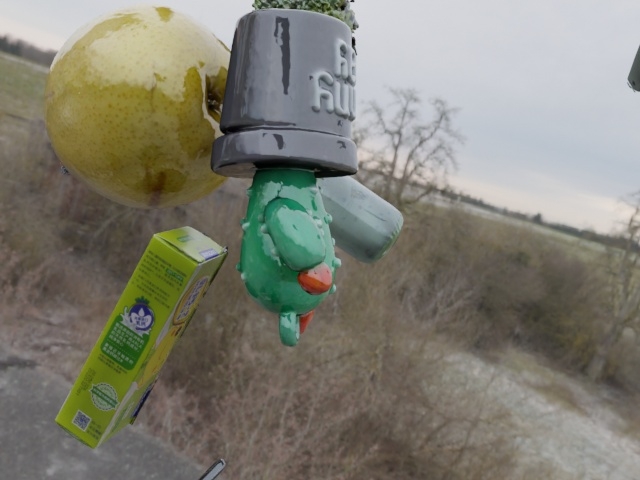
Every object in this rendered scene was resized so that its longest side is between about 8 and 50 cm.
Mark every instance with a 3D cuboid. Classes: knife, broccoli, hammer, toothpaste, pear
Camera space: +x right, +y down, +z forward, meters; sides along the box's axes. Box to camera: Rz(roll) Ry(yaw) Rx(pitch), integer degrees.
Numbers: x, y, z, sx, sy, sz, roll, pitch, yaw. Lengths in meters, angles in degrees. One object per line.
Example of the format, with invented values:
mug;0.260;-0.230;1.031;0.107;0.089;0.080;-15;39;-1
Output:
knife;0.447;-0.242;0.997;0.044;0.023;0.162;59;6;17
broccoli;-0.037;-0.439;1.507;0.242;0.180;0.273;46;-10;34
hammer;0.000;0.000;1.401;0.206;0.119;0.335;35;-38;-8
toothpaste;-0.251;0.135;1.028;0.077;0.327;0.110;33;14;9
pear;-0.245;-0.190;1.071;0.314;0.314;0.314;15;4;-1

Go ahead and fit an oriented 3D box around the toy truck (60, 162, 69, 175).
toy truck;-0.424;-0.152;1.255;0.024;0.083;0.032;16;29;-37

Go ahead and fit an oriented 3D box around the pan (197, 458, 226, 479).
pan;-0.192;0.341;0.833;0.028;0.235;0.136;50;-14;-4

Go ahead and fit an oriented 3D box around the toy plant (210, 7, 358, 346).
toy plant;-0.041;-0.070;0.905;0.185;0.400;0.279;3;0;-24
